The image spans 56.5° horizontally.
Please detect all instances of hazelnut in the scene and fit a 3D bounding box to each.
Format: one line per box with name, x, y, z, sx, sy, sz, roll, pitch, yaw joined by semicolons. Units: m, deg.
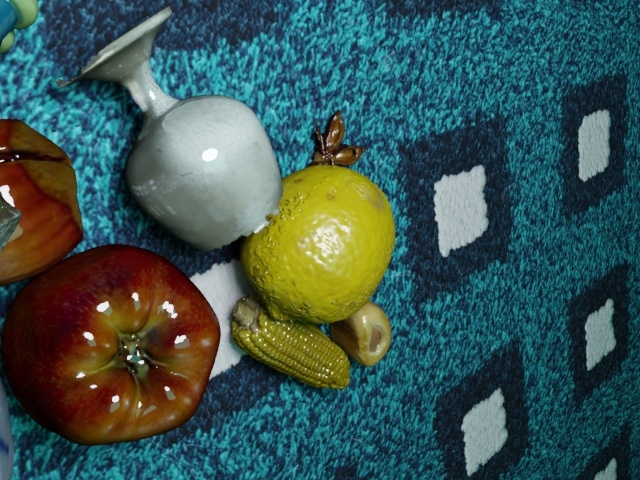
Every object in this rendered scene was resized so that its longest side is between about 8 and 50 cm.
hazelnut;-0.417;-0.046;0.749;0.181;0.212;0.181;-41;164;23

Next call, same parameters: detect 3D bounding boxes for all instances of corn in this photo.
corn;-0.051;0.200;1.142;0.322;0.119;0.119;37;75;-39

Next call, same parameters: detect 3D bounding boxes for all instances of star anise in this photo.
star anise;0.026;-0.152;1.176;0.157;0.053;0.212;20;84;-39

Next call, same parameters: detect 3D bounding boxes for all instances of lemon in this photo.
lemon;0.000;0.000;1.039;0.310;0.258;0.258;-54;126;-20

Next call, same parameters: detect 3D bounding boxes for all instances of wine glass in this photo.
wine glass;-0.201;-0.153;0.878;0.238;0.238;0.323;-47;120;-22

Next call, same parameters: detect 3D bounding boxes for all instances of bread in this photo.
bread;0.081;0.172;1.215;0.085;0.173;0.134;-14;109;-21

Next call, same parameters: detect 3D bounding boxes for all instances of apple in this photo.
apple;-0.284;0.141;0.829;0.288;0.317;0.288;2;85;-28

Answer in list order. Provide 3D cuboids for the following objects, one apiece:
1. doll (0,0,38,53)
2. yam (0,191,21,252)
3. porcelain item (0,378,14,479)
doll;-0.487;-0.285;0.634;0.322;0.199;0.186;29;55;-36
yam;-0.486;-0.040;0.557;0.348;0.241;0.241;35;75;-12
porcelain item;-0.515;0.258;0.734;0.243;0.178;0.405;-6;98;-36
